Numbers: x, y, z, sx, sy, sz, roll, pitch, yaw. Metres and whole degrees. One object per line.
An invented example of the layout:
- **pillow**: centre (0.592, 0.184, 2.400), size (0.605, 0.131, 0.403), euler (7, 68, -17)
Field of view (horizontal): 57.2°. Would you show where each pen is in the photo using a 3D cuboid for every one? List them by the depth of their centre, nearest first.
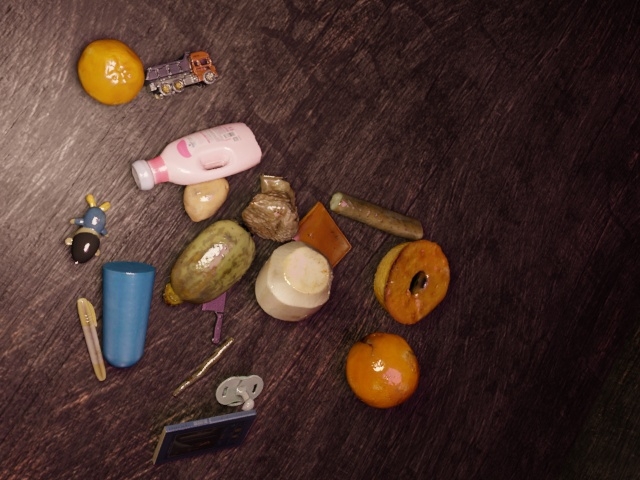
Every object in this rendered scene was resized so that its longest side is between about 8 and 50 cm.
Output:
- **pen**: centre (-0.596, 0.259, 1.541), size (0.040, 0.032, 0.234), euler (-28, 115, -50)

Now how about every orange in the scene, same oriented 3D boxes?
- **orange**: centre (-0.507, -0.409, 1.427), size (0.158, 0.136, 0.159), euler (-8, 104, -32)
- **orange**: centre (0.204, 0.423, 1.927), size (0.246, 0.246, 0.246), euler (-5, 100, -31)

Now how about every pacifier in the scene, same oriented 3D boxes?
- **pacifier**: centre (-0.234, 0.466, 1.746), size (0.150, 0.117, 0.127), euler (9, 118, -36)

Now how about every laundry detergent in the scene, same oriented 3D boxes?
- **laundry detergent**: centre (-0.332, -0.217, 1.570), size (0.335, 0.159, 0.088), euler (-23, 153, -24)

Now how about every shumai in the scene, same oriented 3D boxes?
- **shumai**: centre (-0.126, -0.103, 1.694), size (0.166, 0.206, 0.176), euler (17, 68, 0)

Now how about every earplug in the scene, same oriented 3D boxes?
- **earplug**: centre (-0.508, 0.201, 1.532), size (0.132, 0.132, 0.273), euler (2, 100, -32)

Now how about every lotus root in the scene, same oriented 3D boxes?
- **lotus root**: centre (-0.307, 0.072, 1.623), size (0.309, 0.173, 0.173), euler (-48, 118, -8)

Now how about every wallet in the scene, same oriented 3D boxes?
- **wallet**: centre (-0.002, 0.000, 1.858), size (0.161, 0.042, 0.195), euler (-48, 116, -22)

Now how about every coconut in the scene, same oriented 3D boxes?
- **coconut**: centre (-0.078, 0.123, 1.734), size (0.241, 0.241, 0.241), euler (-5, 100, -31)

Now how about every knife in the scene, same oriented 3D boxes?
- **knife**: centre (-0.310, 0.181, 1.712), size (0.072, 0.019, 0.246), euler (7, 91, -28)

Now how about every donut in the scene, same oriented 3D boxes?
- **donut**: centre (0.307, 0.137, 2.027), size (0.302, 0.110, 0.303), euler (-6, 101, -33)

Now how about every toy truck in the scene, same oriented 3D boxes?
- **toy truck**: centre (-0.371, -0.433, 1.537), size (0.192, 0.083, 0.092), euler (-24, 104, -26)

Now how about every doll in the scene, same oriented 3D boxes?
- **doll**: centre (-0.584, -0.021, 1.478), size (0.102, 0.088, 0.180), euler (27, 60, -32)

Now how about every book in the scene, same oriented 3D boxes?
- **book**: centre (-0.333, 0.564, 1.687), size (0.269, 0.025, 0.191), euler (-1, 137, -31)

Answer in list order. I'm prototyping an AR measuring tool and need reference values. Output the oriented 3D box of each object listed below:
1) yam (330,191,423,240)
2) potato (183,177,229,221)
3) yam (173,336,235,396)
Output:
- **yam**: centre (0.197, -0.074, 1.946), size (0.371, 0.083, 0.083), euler (16, 89, -32)
- **potato**: centre (-0.316, -0.124, 1.609), size (0.112, 0.112, 0.147), euler (51, 63, -27)
- **yam**: centre (-0.338, 0.372, 1.719), size (0.234, 0.029, 0.027), euler (-43, 90, -17)
